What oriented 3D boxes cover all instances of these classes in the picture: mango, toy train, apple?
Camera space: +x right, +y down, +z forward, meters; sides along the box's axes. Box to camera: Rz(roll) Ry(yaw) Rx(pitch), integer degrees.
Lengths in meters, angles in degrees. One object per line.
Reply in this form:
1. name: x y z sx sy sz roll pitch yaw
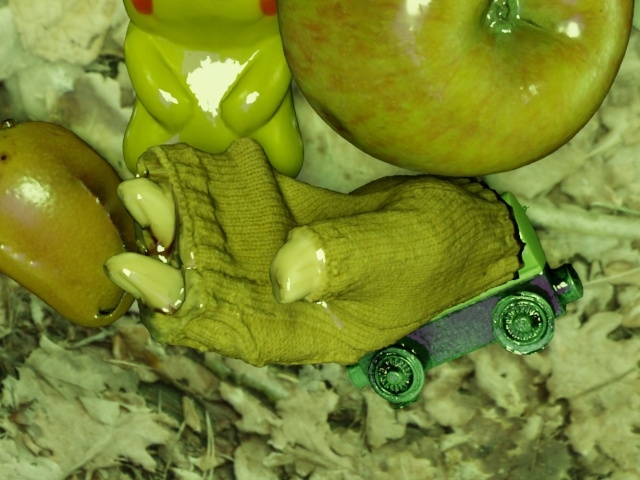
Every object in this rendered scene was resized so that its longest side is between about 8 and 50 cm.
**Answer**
1. mango: -0.272 -0.015 0.917 0.166 0.136 0.236 -17 116 18
2. toy train: 0.118 0.054 0.876 0.253 0.105 0.157 -26 94 23
3. apple: 0.100 -0.172 0.656 0.264 0.264 0.264 6 117 12

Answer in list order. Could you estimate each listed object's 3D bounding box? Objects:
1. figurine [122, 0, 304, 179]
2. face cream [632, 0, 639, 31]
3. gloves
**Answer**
1. figurine: -0.078 -0.186 0.766 0.218 0.169 0.327 2 120 -4
2. face cream: 0.333 -0.257 0.658 0.101 0.101 0.252 29 120 -1
3. gloves: 0.004 0.014 0.693 0.356 0.203 0.155 2 107 -35
